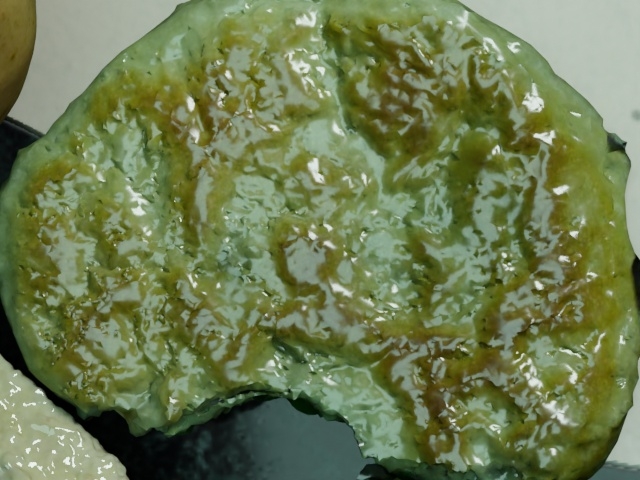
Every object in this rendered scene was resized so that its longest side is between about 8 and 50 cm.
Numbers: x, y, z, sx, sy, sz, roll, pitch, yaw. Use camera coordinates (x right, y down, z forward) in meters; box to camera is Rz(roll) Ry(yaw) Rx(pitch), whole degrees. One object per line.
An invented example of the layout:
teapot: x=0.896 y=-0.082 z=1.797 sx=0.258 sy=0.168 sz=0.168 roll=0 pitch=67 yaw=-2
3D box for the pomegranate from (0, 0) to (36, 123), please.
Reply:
pomegranate: x=-0.289 y=-0.148 z=0.827 sx=0.319 sy=0.319 sz=0.319 roll=0 pitch=88 yaw=12

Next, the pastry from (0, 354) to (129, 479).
pastry: x=-0.197 y=0.111 z=0.899 sx=0.258 sy=0.121 sz=0.089 roll=35 pitch=62 yaw=13

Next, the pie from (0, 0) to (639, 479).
pie: x=0.000 y=0.000 z=0.884 sx=0.371 sy=0.078 sz=0.296 roll=15 pitch=92 yaw=11
